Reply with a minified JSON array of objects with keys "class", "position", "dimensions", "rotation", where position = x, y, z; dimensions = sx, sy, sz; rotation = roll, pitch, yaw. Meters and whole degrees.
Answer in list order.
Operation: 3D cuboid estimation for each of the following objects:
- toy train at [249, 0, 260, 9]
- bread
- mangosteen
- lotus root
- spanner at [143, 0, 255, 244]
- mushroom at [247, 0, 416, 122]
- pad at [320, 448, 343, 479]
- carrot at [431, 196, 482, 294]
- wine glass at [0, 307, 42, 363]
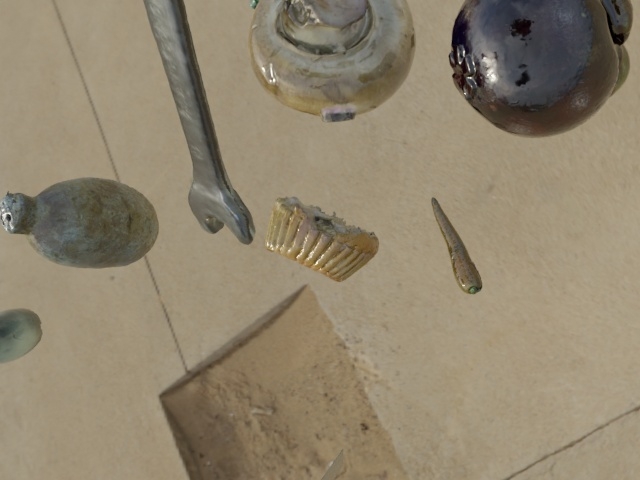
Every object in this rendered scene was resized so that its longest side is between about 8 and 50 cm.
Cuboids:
[{"class":"toy train","position":[-0.022,-0.423,1.161],"dimensions":[0.178,0.138,0.330],"rotation":[-41,89,6]},{"class":"bread","position":[0.000,0.000,1.574],"dimensions":[0.274,0.274,0.149],"rotation":[24,92,32]},{"class":"mangosteen","position":[0.258,-0.215,0.745],"dimensions":[0.230,0.194,0.194],"rotation":[-19,68,-13]},{"class":"lotus root","position":[-0.414,-0.027,1.213],"dimensions":[0.175,0.349,0.175],"rotation":[0,90,21]},{"class":"spanner","position":[-0.065,-0.083,0.312],"dimensions":[0.054,0.254,0.015],"rotation":[29,59,26]},{"class":"mushroom","position":[0.018,-0.285,0.949],"dimensions":[0.255,0.184,0.255],"rotation":[2,74,-7]},{"class":"pad","position":[0.007,0.574,1.573],"dimensions":[0.003,0.235,0.158],"rotation":[33,68,17]},{"class":"carrot","position":[0.270,0.006,1.373],"dimensions":[0.049,0.049,0.254],"rotation":[-33,50,23]},{"class":"wine glass","position":[-0.601,0.104,1.130],"dimensions":[0.096,0.309,0.264],"rotation":[-17,95,4]}]
